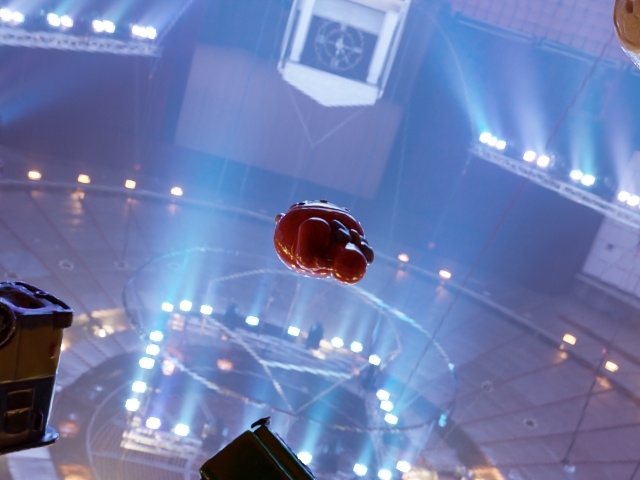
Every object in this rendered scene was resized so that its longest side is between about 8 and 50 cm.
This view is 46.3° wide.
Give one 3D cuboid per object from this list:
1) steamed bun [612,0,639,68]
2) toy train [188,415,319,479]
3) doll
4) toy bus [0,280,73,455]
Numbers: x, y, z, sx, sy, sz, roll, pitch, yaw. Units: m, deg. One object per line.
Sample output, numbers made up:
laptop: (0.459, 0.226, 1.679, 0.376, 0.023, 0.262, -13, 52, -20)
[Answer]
steamed bun: (0.512, -0.301, 1.030, 0.200, 0.250, 0.154, 32, 152, -27)
toy train: (-0.090, 0.310, 0.807, 0.188, 0.243, 0.132, -36, -116, -24)
doll: (0.000, 0.000, 1.279, 0.161, 0.130, 0.290, 11, -165, -13)
toy bus: (-0.397, 0.125, 0.708, 0.138, 0.175, 0.287, 16, -171, 41)
